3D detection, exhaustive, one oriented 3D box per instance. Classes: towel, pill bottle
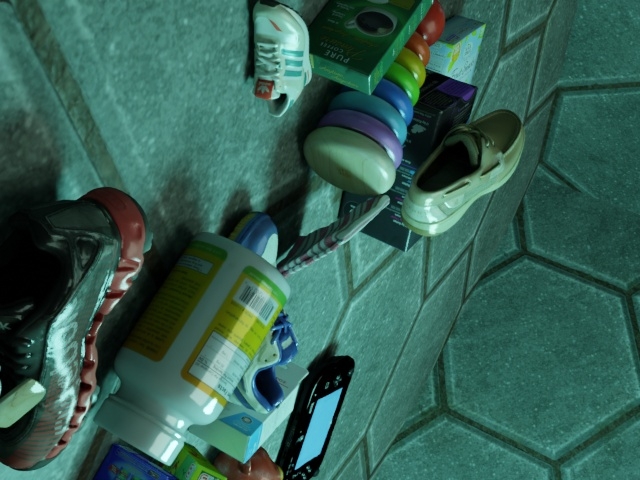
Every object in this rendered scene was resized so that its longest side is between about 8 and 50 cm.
[{"bbox_3d":[0.000,0.000,1.160,0.197,0.029,0.144,-30,-172,41],"label":"towel"},{"bbox_3d":[-0.150,0.125,0.911,0.245,0.136,0.136,-59,160,-18],"label":"pill bottle"}]

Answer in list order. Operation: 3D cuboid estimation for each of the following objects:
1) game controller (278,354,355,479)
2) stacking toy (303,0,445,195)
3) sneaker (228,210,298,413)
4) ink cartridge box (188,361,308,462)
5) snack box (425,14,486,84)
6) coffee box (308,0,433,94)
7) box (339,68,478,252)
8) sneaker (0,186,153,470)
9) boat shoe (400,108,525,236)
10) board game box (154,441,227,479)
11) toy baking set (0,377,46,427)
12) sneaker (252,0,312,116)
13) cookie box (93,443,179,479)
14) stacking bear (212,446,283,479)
[{"bbox_3d":[-0.014,0.395,1.689,0.166,0.067,0.319,-23,133,-63],"label":"game controller"},{"bbox_3d":[0.101,-0.235,1.184,0.141,0.141,0.330,74,39,-62],"label":"stacking toy"},{"bbox_3d":[-0.079,0.103,1.087,0.112,0.131,0.296,-35,143,-53],"label":"sneaker"},{"bbox_3d":[-0.106,0.248,1.217,0.180,0.104,0.060,-38,146,-52],"label":"ink cartridge box"},{"bbox_3d":[0.237,-0.310,1.523,0.174,0.070,0.207,-42,148,-49],"label":"snack box"},{"bbox_3d":[0.059,-0.281,1.030,0.184,0.113,0.040,-58,162,-25],"label":"coffee box"},{"bbox_3d":[0.148,-0.146,1.363,0.165,0.143,0.270,-37,145,-49],"label":"box"},{"bbox_3d":[-0.247,0.082,0.675,0.135,0.097,0.276,-3,119,-61],"label":"sneaker"},{"bbox_3d":[0.235,-0.130,1.246,0.302,0.109,0.098,-42,150,-30],"label":"boat shoe"},{"bbox_3d":[-0.185,0.324,1.039,0.092,0.043,0.181,-62,-161,-12],"label":"board game box"},{"bbox_3d":[-0.321,0.159,0.548,0.197,0.030,0.256,-55,148,14],"label":"toy baking set"},{"bbox_3d":[-0.050,-0.204,0.910,0.161,0.057,0.075,75,37,-65],"label":"sneaker"},{"bbox_3d":[-0.241,0.320,0.971,0.107,0.092,0.040,-61,156,-11],"label":"cookie box"},{"bbox_3d":[-0.134,0.482,1.332,0.175,0.164,0.289,-139,-126,-78],"label":"stacking bear"}]
